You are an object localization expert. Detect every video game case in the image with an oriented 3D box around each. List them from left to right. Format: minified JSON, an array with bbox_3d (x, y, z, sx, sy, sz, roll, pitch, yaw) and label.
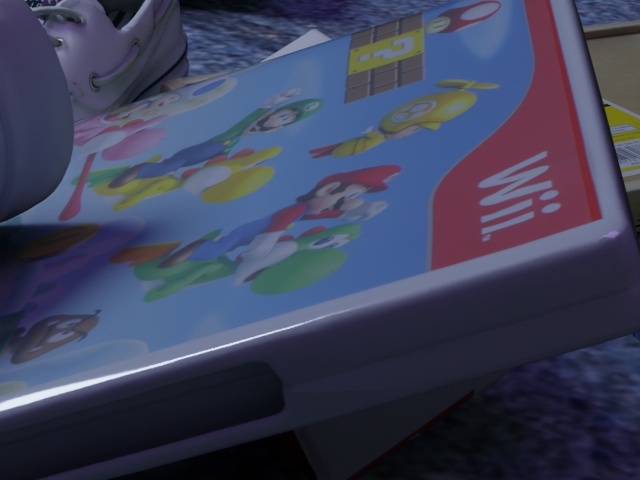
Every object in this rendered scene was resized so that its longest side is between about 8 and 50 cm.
[{"bbox_3d":[-0.065,0.008,0.464,0.285,0.025,0.204,-16,21,10],"label":"video game case"}]

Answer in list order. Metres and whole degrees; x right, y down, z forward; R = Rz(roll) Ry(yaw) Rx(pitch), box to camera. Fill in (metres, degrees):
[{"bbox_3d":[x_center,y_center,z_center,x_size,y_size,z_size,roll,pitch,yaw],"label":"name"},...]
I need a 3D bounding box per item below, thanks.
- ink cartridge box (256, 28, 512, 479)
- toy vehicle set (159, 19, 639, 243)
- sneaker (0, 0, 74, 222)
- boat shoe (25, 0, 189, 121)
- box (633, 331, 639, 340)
[{"bbox_3d":[0.000,0.000,0.551,0.099,0.056,0.135,-34,37,-14],"label":"ink cartridge box"},{"bbox_3d":[0.090,-0.038,0.729,0.267,0.035,0.166,-11,28,-33],"label":"toy vehicle set"},{"bbox_3d":[-0.225,-0.011,0.473,0.292,0.108,0.169,-2,24,38],"label":"sneaker"},{"bbox_3d":[-0.113,-0.067,0.702,0.083,0.076,0.226,9,24,10],"label":"boat shoe"},{"bbox_3d":[0.276,-0.087,0.565,0.279,0.290,0.177,-9,27,-32],"label":"box"}]
